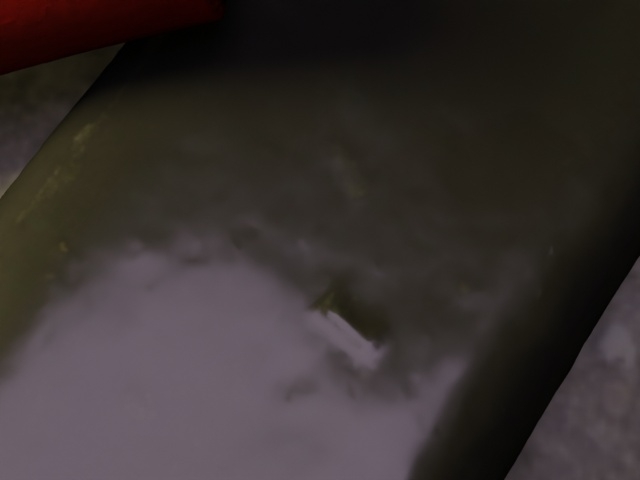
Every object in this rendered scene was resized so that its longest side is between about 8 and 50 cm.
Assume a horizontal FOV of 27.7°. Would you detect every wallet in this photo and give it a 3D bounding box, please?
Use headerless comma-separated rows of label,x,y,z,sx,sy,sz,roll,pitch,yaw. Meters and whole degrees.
wallet,0.000,0.000,0.514,0.228,0.062,0.406,32,71,8

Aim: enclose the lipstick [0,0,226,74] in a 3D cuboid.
lipstick,-0.155,-0.091,0.497,0.241,0.080,0.080,-15,72,7
